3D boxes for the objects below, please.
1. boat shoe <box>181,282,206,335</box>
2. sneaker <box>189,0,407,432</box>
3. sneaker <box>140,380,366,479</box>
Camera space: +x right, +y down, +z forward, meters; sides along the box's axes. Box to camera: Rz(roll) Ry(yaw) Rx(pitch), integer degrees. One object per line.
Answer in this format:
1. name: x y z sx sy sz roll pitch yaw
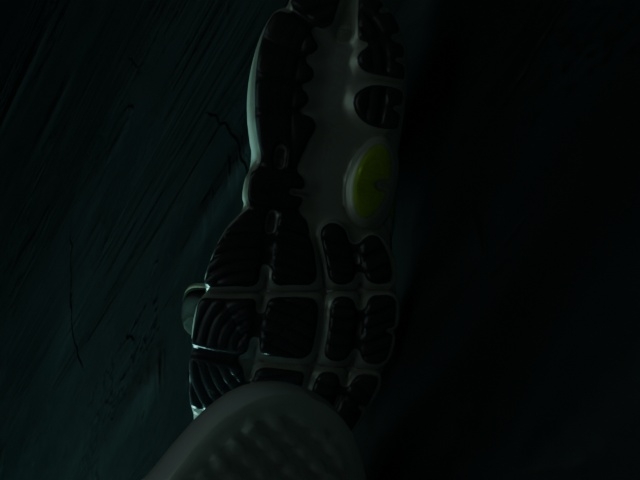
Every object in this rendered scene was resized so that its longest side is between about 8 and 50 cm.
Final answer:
1. boat shoe: -0.059 0.052 1.034 0.133 0.049 0.042 -12 55 62
2. sneaker: 0.000 0.000 0.896 0.110 0.107 0.275 67 -145 -82
3. sneaker: -0.092 0.219 0.867 0.366 0.135 0.150 -67 26 15
